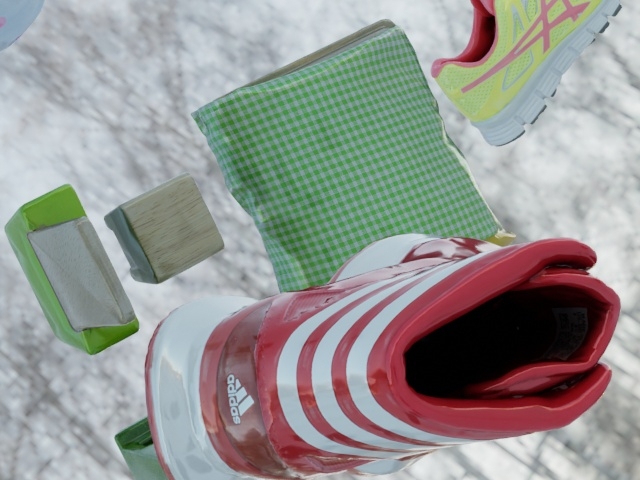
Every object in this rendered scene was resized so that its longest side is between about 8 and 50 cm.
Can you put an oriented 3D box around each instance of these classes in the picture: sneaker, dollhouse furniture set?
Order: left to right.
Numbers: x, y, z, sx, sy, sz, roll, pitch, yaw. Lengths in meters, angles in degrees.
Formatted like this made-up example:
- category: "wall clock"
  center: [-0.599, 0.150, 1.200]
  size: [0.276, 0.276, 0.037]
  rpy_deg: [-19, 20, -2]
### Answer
- category: "dollhouse furniture set"
  center: [0.000, 0.000, 1.002]
  size: [0.301, 0.151, 0.198]
  rpy_deg: [-29, -81, -25]
- category: "sneaker"
  center: [0.055, 0.038, 0.561]
  size: [0.221, 0.128, 0.087]
  rpy_deg: [-19, -80, -56]
- category: "sneaker"
  center: [0.160, -0.177, 1.269]
  size: [0.094, 0.081, 0.208]
  rpy_deg: [35, -90, -14]

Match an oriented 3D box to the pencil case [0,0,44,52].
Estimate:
- category: "pencil case"
  center: [-0.340, -0.231, 1.326]
  size: [0.113, 0.124, 0.273]
  rpy_deg: [-40, -29, 25]
